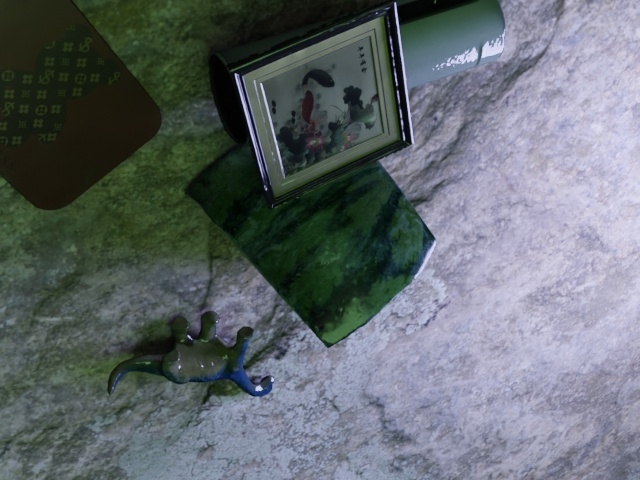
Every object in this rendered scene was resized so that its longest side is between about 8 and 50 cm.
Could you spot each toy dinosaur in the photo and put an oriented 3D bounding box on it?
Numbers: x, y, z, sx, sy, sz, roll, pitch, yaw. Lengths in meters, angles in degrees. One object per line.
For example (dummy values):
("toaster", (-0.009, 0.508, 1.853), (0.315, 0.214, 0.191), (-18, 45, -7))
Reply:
("toy dinosaur", (-0.168, 0.185, 1.317), (0.247, 0.075, 0.188), (-21, 139, -25))

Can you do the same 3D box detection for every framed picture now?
("framed picture", (0.009, -0.145, 1.067), (0.199, 0.010, 0.195), (-26, 134, -14))

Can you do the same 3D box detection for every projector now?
("projector", (0.045, -0.208, 1.123), (0.337, 0.108, 0.108), (-21, 131, -18))

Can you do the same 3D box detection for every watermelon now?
("watermelon", (0.000, 0.000, 1.206), (0.213, 0.262, 0.201), (-34, 162, -10))

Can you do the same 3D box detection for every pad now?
("pad", (-0.294, -0.154, 1.021), (0.181, 0.004, 0.267), (-39, 135, -1))
